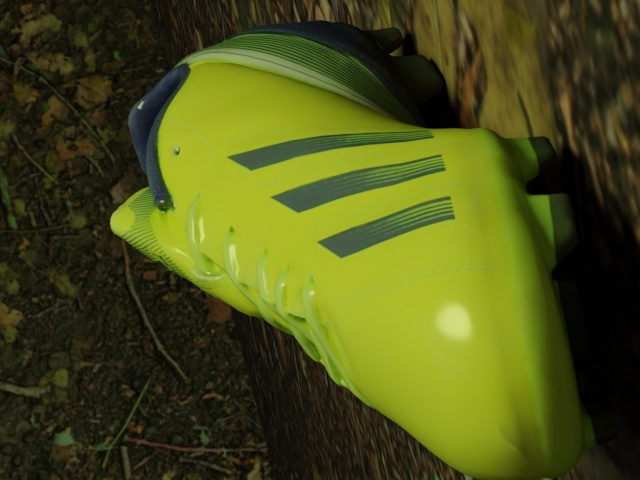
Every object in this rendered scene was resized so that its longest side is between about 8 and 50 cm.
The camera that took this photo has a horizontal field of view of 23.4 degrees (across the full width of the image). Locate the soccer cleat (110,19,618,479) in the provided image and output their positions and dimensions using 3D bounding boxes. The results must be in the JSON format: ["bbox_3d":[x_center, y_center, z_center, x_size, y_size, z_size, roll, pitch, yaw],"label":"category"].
[{"bbox_3d":[0.000,0.001,0.471,0.289,0.121,0.093,-121,19,-67],"label":"soccer cleat"}]
